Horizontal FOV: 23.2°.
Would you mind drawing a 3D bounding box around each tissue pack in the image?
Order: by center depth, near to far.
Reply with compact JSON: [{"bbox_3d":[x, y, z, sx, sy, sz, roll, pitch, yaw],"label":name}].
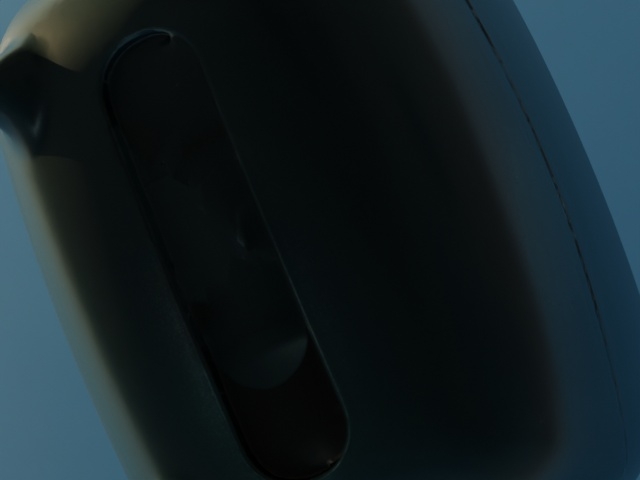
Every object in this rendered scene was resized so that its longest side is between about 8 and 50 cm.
[{"bbox_3d":[0.000,0.000,0.609,0.198,0.206,0.287,-24,-94,28],"label":"tissue pack"}]
